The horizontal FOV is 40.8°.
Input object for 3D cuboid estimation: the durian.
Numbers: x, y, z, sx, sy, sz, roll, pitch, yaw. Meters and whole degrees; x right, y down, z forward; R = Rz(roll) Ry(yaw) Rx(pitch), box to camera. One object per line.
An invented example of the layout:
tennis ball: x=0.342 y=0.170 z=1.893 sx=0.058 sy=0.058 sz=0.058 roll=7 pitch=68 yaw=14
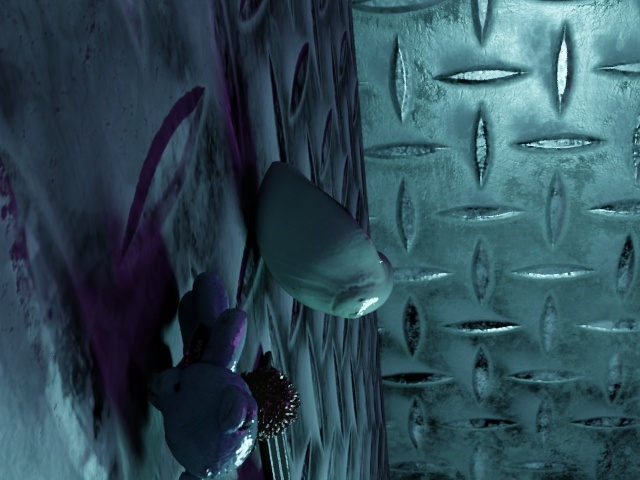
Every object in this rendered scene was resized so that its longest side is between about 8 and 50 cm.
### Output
durian: x=-0.060 y=0.175 z=0.895 sx=0.080 sy=0.080 sz=0.091 roll=57 pitch=42 yaw=-76

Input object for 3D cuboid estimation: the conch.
conch: x=-0.002 y=0.005 z=1.042 sx=0.221 sy=0.185 sz=0.121 roll=47 pitch=55 yaw=-15

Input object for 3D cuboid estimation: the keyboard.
keyboard: x=-0.057 y=0.230 z=1.084 sx=0.103 sy=0.041 sz=0.381 roll=-80 pitch=172 yaw=-60

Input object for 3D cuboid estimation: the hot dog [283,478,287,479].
hot dog: x=-0.024 y=0.386 z=1.051 sx=0.268 sy=0.075 sz=0.144 roll=74 pitch=5 yaw=-50

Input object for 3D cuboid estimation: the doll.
doll: x=-0.099 y=0.100 z=0.667 sx=0.120 sy=0.075 sz=0.179 roll=-60 pitch=-142 yaw=39
